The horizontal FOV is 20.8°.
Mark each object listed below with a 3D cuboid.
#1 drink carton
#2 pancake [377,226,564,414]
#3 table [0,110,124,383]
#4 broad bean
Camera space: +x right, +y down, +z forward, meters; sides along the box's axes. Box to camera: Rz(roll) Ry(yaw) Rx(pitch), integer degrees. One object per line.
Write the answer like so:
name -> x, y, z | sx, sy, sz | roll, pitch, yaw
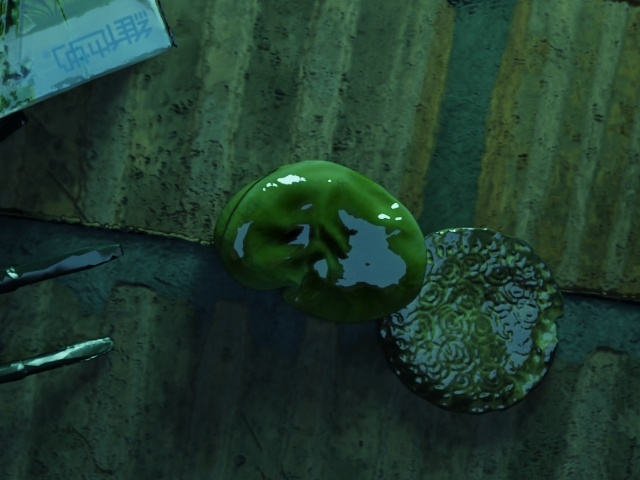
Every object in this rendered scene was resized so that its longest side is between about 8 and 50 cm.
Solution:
drink carton -> -0.280, -0.291, 1.550 | 0.194, 0.132, 0.324 | -22, 104, -5
pancake -> 0.151, 0.079, 1.737 | 0.199, 0.021, 0.199 | -1, 100, -9
table -> -0.332, 0.026, 1.565 | 0.249, 0.317, 0.317 | -23, 103, -17
broad bean -> 0.001, 0.001, 1.681 | 0.207, 0.072, 0.153 | 8, 98, -17
